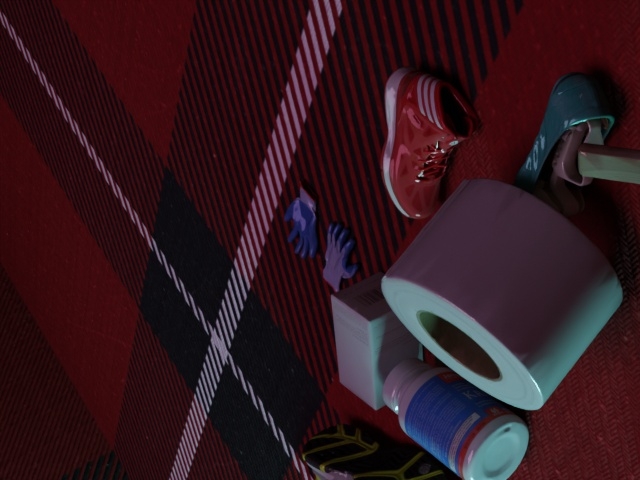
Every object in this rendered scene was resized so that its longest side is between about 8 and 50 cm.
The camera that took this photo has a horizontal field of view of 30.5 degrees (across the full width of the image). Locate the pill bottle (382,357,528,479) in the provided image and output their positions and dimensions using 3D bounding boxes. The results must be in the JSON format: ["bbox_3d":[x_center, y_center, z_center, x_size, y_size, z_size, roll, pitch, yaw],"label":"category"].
[{"bbox_3d":[0.196,0.267,1.771,0.221,0.124,0.124,34,139,44],"label":"pill bottle"}]

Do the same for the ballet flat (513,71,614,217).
[{"bbox_3d":[0.281,-0.079,1.376,0.247,0.083,0.087,99,159,-45],"label":"ballet flat"}]

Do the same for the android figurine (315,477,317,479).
[{"bbox_3d":[0.064,0.553,2.302,0.248,0.056,0.272,47,148,31],"label":"android figurine"}]

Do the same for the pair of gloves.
[{"bbox_3d":[0.000,0.000,2.008,0.198,0.023,0.159,50,149,29],"label":"pair of gloves"}]

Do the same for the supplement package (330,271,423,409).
[{"bbox_3d":[0.093,0.161,1.886,0.105,0.105,0.179,32,137,46],"label":"supplement package"}]

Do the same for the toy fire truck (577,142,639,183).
[{"bbox_3d":[0.385,0.002,1.228,0.217,0.159,0.246,99,150,-47],"label":"toy fire truck"}]

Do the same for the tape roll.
[{"bbox_3d":[0.218,0.066,1.430,0.246,0.169,0.246,37,165,11],"label":"tape roll"}]

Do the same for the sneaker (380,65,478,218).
[{"bbox_3d":[0.149,-0.117,1.588,0.128,0.087,0.221,28,136,51],"label":"sneaker"}]

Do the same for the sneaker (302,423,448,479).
[{"bbox_3d":[0.120,0.443,2.049,0.385,0.145,0.147,24,141,57],"label":"sneaker"}]
